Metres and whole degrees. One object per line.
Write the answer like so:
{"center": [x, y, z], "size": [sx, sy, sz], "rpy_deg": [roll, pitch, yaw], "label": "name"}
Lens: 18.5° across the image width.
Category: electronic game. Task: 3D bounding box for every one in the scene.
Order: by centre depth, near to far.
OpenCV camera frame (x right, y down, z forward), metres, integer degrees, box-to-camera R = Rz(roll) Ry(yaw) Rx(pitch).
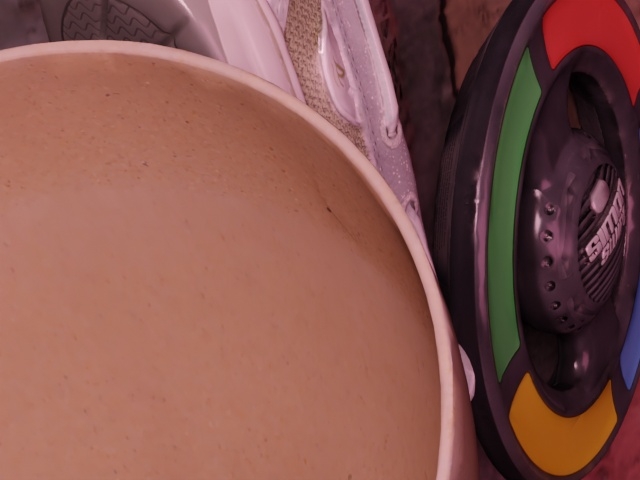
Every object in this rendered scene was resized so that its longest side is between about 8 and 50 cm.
{"center": [0.108, -0.004, 0.863], "size": [0.229, 0.048, 0.229], "rpy_deg": [-13, 105, -61], "label": "electronic game"}

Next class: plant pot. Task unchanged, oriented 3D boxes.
{"center": [-0.072, 0.108, 0.608], "size": [0.284, 0.284, 0.191], "rpy_deg": [-58, 148, -18], "label": "plant pot"}

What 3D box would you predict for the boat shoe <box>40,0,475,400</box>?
{"center": [-0.002, -0.002, 0.731], "size": [0.103, 0.118, 0.320], "rpy_deg": [-47, 134, -29], "label": "boat shoe"}
